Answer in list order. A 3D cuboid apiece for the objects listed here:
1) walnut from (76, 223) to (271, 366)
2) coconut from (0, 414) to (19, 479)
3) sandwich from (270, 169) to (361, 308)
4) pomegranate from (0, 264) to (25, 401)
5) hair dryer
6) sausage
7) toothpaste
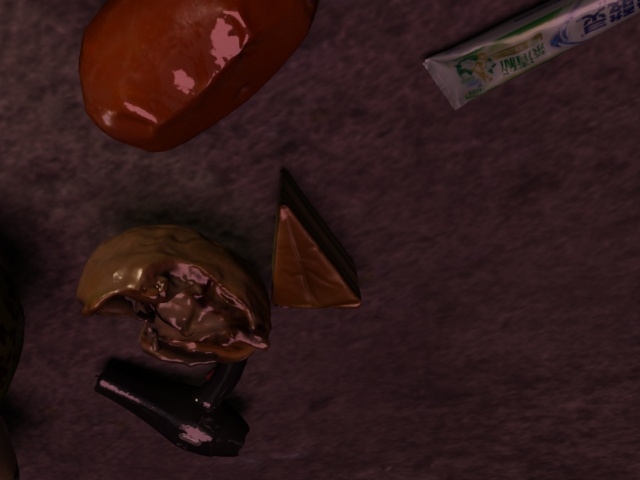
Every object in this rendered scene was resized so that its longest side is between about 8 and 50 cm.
[{"bbox_3d":[-0.160,0.060,1.029,0.204,0.141,0.238,-4,153,16],"label":"walnut"},{"bbox_3d":[-0.550,0.323,1.194,0.244,0.239,0.239,16,128,-6],"label":"coconut"},{"bbox_3d":[0.000,0.000,1.028,0.113,0.079,0.163,2,128,-5],"label":"sandwich"},{"bbox_3d":[-0.475,0.059,0.985,0.285,0.285,0.341,11,96,-10],"label":"pomegranate"},{"bbox_3d":[-0.169,0.170,1.188,0.235,0.091,0.272,28,112,-9],"label":"hair dryer"},{"bbox_3d":[-0.125,-0.192,0.817,0.268,0.153,0.141,-36,80,26],"label":"sausage"},{"bbox_3d":[0.252,-0.225,0.867,0.297,0.048,0.075,-24,129,23],"label":"toothpaste"}]
